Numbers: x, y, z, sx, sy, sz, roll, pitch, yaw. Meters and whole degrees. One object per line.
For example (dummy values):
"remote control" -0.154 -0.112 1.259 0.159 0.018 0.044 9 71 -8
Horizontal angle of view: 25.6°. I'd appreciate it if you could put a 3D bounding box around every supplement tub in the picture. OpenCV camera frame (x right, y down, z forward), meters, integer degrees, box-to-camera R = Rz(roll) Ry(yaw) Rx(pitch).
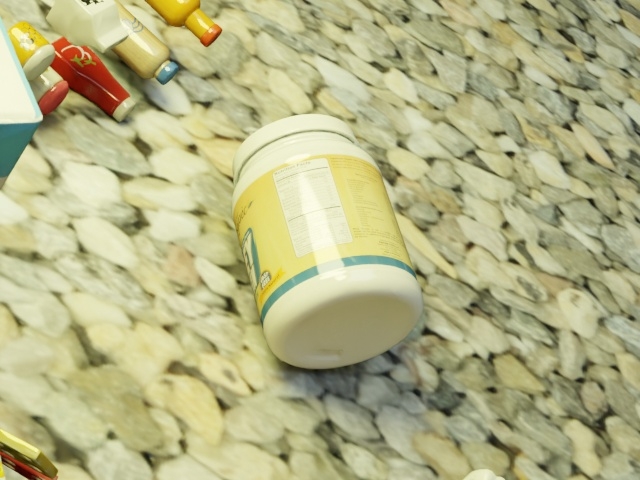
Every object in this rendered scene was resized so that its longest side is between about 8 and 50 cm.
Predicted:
"supplement tub" 0.000 0.000 1.277 0.144 0.144 0.200 8 49 -34

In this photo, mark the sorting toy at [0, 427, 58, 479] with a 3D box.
"sorting toy" -0.123 0.215 0.947 0.274 0.132 0.046 34 69 -6

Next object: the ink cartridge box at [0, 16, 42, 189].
"ink cartridge box" -0.352 -0.071 0.957 0.197 0.270 0.198 -5 58 -40

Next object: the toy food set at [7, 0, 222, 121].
"toy food set" -0.197 -0.170 1.297 0.104 0.111 0.232 43 37 2

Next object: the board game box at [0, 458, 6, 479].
"board game box" -0.335 0.173 0.819 0.275 0.142 0.144 -3 56 -30

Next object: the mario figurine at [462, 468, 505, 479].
"mario figurine" 0.146 0.297 1.098 0.198 0.170 0.320 24 18 36
